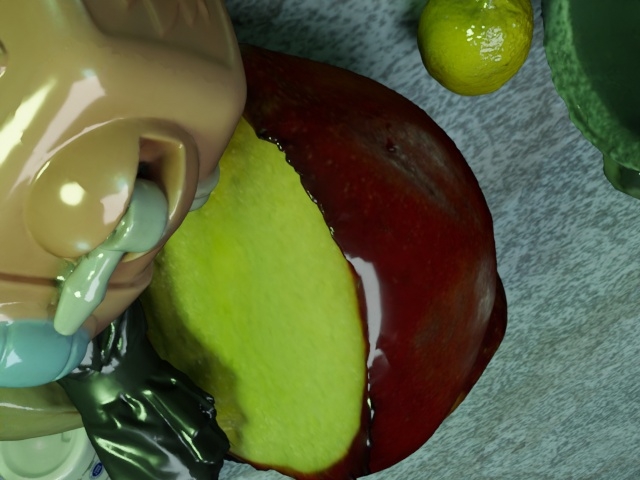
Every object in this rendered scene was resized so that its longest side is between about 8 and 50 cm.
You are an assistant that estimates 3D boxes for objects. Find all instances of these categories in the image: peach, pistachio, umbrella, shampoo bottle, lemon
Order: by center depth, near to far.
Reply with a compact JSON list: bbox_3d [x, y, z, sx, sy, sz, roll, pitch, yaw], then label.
[{"bbox_3d":[-0.128,0.115,0.860,0.118,0.340,0.118,-28,-167,7],"label":"umbrella"},{"bbox_3d":[0.109,-0.148,0.880,0.082,0.082,0.111,-23,155,-12],"label":"lemon"},{"bbox_3d":[0.000,0.000,0.882,0.201,0.257,0.362,-37,137,-36],"label":"peach"},{"bbox_3d":[-0.214,0.096,0.928,0.185,0.126,0.108,9,101,-55],"label":"pistachio"},{"bbox_3d":[-0.188,0.223,1.162,0.092,0.092,0.303,-32,150,2],"label":"shampoo bottle"}]

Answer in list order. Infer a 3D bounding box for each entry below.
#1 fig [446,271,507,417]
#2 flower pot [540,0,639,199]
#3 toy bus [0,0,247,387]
[{"bbox_3d":[0.055,0.050,1.083,0.175,0.207,0.175,-50,-176,4],"label":"fig"},{"bbox_3d":[0.337,-0.154,0.855,0.282,0.299,0.299,-8,143,-27],"label":"flower pot"},{"bbox_3d":[-0.160,-0.051,0.654,0.194,0.232,0.288,7,131,-50],"label":"toy bus"}]
